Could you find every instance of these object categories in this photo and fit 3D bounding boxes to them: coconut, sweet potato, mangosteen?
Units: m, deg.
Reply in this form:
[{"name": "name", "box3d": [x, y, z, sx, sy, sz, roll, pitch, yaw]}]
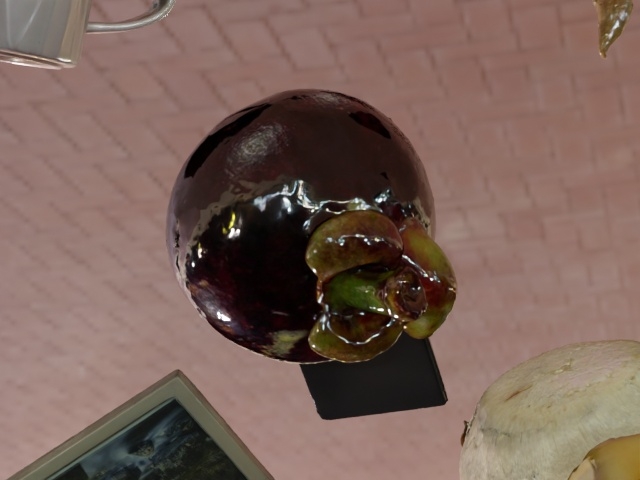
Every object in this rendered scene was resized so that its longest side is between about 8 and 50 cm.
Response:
[{"name": "coconut", "box3d": [0.228, 0.201, 1.333, 0.224, 0.234, 0.224, -19, -171, 3]}, {"name": "sweet potato", "box3d": [0.340, -0.308, 2.010, 0.068, 0.206, 0.060, -12, 155, 38]}, {"name": "mangosteen", "box3d": [0.000, 0.000, 1.382, 0.228, 0.228, 0.265, 12, -162, -38]}]

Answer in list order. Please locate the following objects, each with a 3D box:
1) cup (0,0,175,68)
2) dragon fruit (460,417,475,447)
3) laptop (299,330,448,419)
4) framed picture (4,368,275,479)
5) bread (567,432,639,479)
[{"name": "cup", "box3d": [-0.289, -0.309, 1.656, 0.208, 0.273, 0.288, 11, -178, 35]}, {"name": "dragon fruit", "box3d": [0.277, 0.233, 1.644, 0.315, 0.250, 0.250, -18, 171, -36]}, {"name": "laptop", "box3d": [0.035, 0.088, 1.635, 0.135, 0.016, 0.197, -9, 122, 16]}, {"name": "framed picture", "box3d": [-0.196, 0.291, 1.670, 0.324, 0.020, 0.240, -32, 114, 10]}, {"name": "bread", "box3d": [0.272, 0.295, 1.001, 0.394, 0.361, 0.250, -2, 136, -1]}]
